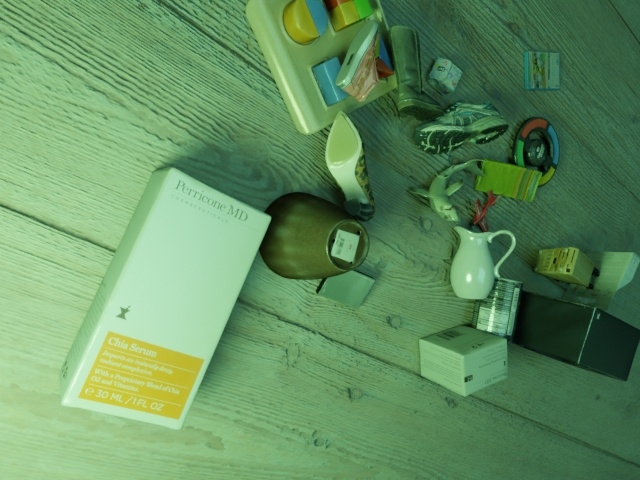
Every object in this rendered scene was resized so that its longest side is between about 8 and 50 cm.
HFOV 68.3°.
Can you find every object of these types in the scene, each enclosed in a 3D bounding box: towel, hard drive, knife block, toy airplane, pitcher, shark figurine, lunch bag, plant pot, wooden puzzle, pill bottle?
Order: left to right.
[{"bbox_3d":[0.000,0.000,1.064,0.215,0.230,0.216,-4,97,-29],"label":"plant pot"},{"bbox_3d":[0.039,-0.467,1.124,0.347,0.080,0.323,-33,111,-23],"label":"wooden puzzle"},{"bbox_3d":[0.065,0.116,1.219,0.135,0.022,0.094,24,102,-29],"label":"hard drive"},{"bbox_3d":[0.345,-0.460,1.320,0.083,0.053,0.071,32,78,-19],"label":"lunch bag"},{"bbox_3d":[0.361,-0.140,1.355,0.278,0.166,0.116,-52,144,-35],"label":"shark figurine"},{"bbox_3d":[0.473,0.066,1.382,0.125,0.177,0.208,-1,95,-62],"label":"pitcher"},{"bbox_3d":[0.507,-0.095,1.460,0.151,0.028,0.151,-18,122,-32],"label":"toy airplane"},{"bbox_3d":[0.539,0.235,1.461,0.130,0.130,0.246,9,91,-30],"label":"pill bottle"},{"bbox_3d":[0.592,-0.188,1.484,0.236,0.021,0.102,7,101,-23],"label":"towel"},{"bbox_3d":[0.865,0.101,1.579,0.241,0.276,0.088,17,86,-1],"label":"knife block"}]

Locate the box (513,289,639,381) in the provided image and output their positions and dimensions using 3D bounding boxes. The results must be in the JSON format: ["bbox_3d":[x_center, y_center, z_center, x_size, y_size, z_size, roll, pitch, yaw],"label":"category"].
[{"bbox_3d":[0.792,0.300,1.520,0.296,0.294,0.183,22,84,-29],"label":"box"}]

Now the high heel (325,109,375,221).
[{"bbox_3d":[0.080,-0.177,1.176,0.186,0.093,0.262,9,73,-74],"label":"high heel"}]

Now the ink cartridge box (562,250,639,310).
[{"bbox_3d":[0.994,0.146,1.682,0.066,0.189,0.233,31,79,-19],"label":"ink cartridge box"}]

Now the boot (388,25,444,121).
[{"bbox_3d":[0.245,-0.424,1.212,0.189,0.076,0.209,3,75,-50],"label":"boot"}]

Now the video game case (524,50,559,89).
[{"bbox_3d":[0.731,-0.557,1.554,0.166,0.015,0.119,-10,101,-29],"label":"video game case"}]

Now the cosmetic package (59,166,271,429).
[{"bbox_3d":[-0.304,0.109,0.940,0.229,0.161,0.454,26,82,-30],"label":"cosmetic package"}]

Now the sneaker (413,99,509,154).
[{"bbox_3d":[0.383,-0.330,1.342,0.282,0.110,0.122,-11,66,-16],"label":"sneaker"}]

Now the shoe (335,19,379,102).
[{"bbox_3d":[0.105,-0.414,1.096,0.081,0.063,0.178,29,82,-33],"label":"shoe"}]

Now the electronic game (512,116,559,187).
[{"bbox_3d":[0.710,-0.288,1.551,0.229,0.048,0.230,-4,98,-29],"label":"electronic game"}]

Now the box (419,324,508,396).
[{"bbox_3d":[0.412,0.340,1.367,0.180,0.181,0.119,-11,100,-29],"label":"box"}]
